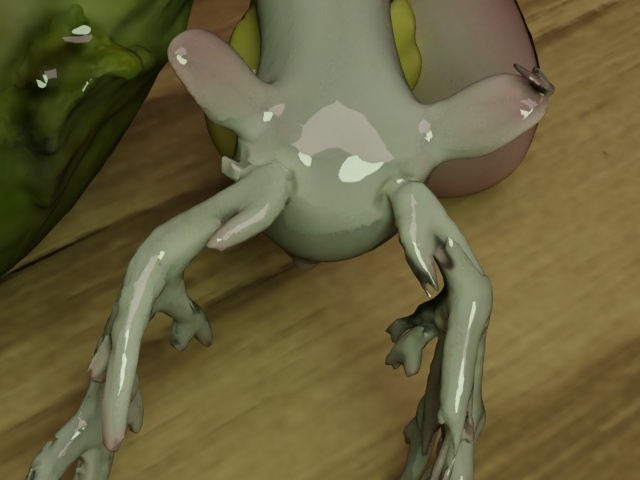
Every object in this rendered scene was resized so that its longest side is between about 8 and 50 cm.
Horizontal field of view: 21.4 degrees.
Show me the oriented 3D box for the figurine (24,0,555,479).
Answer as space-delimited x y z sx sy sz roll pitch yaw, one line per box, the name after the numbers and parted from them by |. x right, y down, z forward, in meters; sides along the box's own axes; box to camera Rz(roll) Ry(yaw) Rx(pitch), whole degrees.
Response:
0.014 -0.001 0.753 0.206 0.284 0.316 14 25 9 | figurine

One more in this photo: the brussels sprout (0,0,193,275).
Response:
-0.189 -0.099 0.721 0.247 0.328 0.328 35 52 1 | brussels sprout
